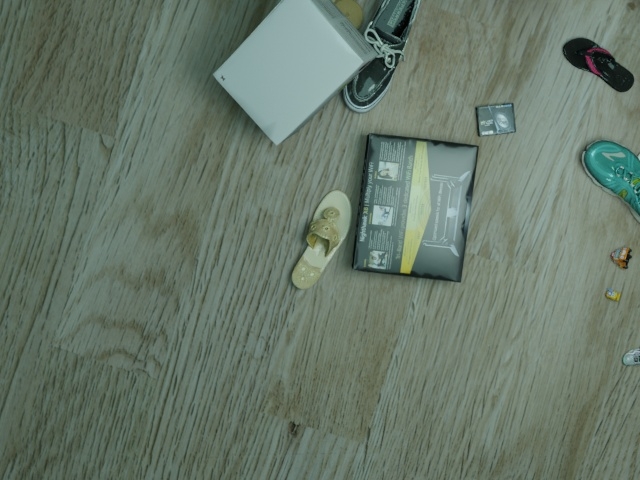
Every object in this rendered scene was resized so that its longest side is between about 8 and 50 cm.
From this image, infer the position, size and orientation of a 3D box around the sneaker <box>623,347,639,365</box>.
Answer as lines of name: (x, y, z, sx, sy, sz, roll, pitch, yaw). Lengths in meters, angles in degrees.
sneaker: (0.744, 0.265, 1.755, 0.098, 0.069, 0.038, -19, 94, 1)

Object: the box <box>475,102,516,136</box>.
box: (0.394, -0.271, 1.736, 0.083, 0.018, 0.067, -6, 94, 0)

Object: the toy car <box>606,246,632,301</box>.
toy car: (0.670, 0.073, 1.749, 0.041, 0.060, 0.122, 18, 87, 30)

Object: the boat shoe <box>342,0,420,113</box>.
boat shoe: (0.138, -0.424, 1.678, 0.113, 0.105, 0.306, 30, 93, -3)

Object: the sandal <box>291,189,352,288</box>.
sandal: (0.006, 0.003, 1.721, 0.088, 0.079, 0.240, 25, 93, -3)

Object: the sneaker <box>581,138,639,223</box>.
sneaker: (0.699, -0.122, 1.702, 0.275, 0.110, 0.107, 41, 100, -2)

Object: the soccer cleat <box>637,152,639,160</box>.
soccer cleat: (0.753, -0.201, 1.737, 0.083, 0.035, 0.029, -29, 94, 1)

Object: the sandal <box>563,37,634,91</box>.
sandal: (0.625, -0.395, 1.719, 0.179, 0.040, 0.067, 32, 93, -3)

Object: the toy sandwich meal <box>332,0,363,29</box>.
toy sandwich meal: (0.054, -0.497, 1.712, 0.086, 0.029, 0.085, 0, 90, -11)

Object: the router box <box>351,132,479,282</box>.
router box: (0.207, -0.072, 1.717, 0.243, 0.081, 0.308, 7, 94, -2)

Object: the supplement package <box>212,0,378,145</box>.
supplement package: (-0.051, -0.368, 1.619, 0.262, 0.145, 0.204, -41, 93, 25)
